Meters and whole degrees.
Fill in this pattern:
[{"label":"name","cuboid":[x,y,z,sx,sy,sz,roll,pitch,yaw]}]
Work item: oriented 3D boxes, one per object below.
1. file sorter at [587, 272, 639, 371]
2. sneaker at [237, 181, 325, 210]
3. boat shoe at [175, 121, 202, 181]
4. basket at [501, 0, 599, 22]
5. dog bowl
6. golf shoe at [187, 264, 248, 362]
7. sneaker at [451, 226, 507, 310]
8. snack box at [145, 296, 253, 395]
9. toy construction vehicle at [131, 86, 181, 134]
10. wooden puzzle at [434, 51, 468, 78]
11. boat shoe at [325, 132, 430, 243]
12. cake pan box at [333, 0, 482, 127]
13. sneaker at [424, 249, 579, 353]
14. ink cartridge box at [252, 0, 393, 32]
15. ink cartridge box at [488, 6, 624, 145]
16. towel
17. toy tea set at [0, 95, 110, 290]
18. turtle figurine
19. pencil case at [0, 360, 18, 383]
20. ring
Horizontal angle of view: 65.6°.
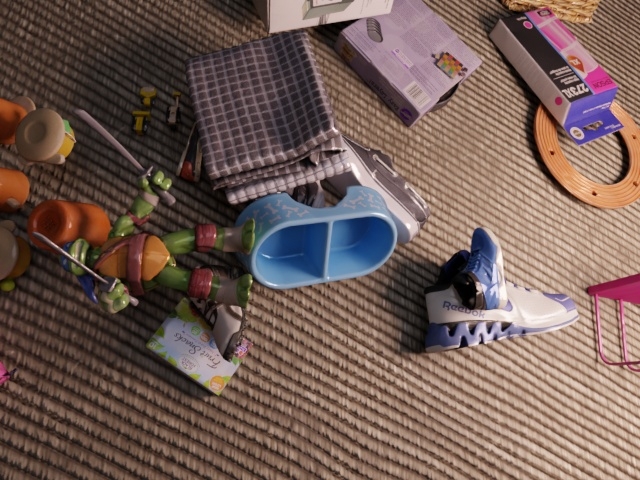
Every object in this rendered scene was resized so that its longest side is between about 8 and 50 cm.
[{"label":"file sorter","cuboid":[0.750,0.183,1.017,0.291,0.202,0.182,11,71,-13]},{"label":"sneaker","cuboid":[-0.092,-0.138,0.924,0.153,0.101,0.268,-10,74,-18]},{"label":"boat shoe","cuboid":[-0.229,-0.173,0.924,0.043,0.049,0.136,18,70,-14]},{"label":"basket","cuboid":[0.614,-0.746,1.349,0.299,0.223,0.213,-1,39,-17]},{"label":"dog bowl","cuboid":[0.000,0.000,0.865,0.298,0.165,0.074,-8,35,-20]},{"label":"golf shoe","cuboid":[-0.169,0.111,0.792,0.094,0.077,0.198,15,28,-22]},{"label":"sneaker","cuboid":[0.273,0.049,0.880,0.085,0.058,0.152,-2,78,-18]},{"label":"snack box","cuboid":[-0.198,0.175,0.820,0.141,0.037,0.100,35,66,-3]},{"label":"toy construction vehicle","cuboid":[-0.305,-0.240,0.935,0.086,0.035,0.098,0,69,-5]},{"label":"wooden puzzle","cuboid":[0.288,-0.389,1.105,0.083,0.006,0.049,38,66,-3]},{"label":"boat shoe","cuboid":[0.097,-0.131,0.977,0.301,0.108,0.102,43,66,-2]},{"label":"cake pan box","cuboid":[0.205,-0.418,1.128,0.267,0.070,0.246,46,68,2]},{"label":"sneaker","cuboid":[0.333,0.102,0.957,0.316,0.127,0.182,-7,76,-17]},{"label":"ink cartridge box","cuboid":[-0.010,-0.573,1.052,0.289,0.121,0.211,-16,63,-15]},{"label":"ink cartridge box","cuboid":[0.590,-0.410,1.219,0.176,0.069,0.370,-22,73,-22]},{"label":"towel","cuboid":[-0.097,-0.221,0.850,0.235,0.121,0.283,-16,64,-3]},{"label":"toy tea set","cuboid":[-0.457,-0.092,0.814,0.200,0.124,0.335,-14,78,10]},{"label":"turtle figurine","cuboid":[-0.223,0.002,0.677,0.267,0.274,0.197,6,31,-14]},{"label":"pencil case","cuboid":[-0.526,0.129,0.704,0.095,0.098,0.209,-33,83,-24]},{"label":"ring","cuboid":[0.666,-0.231,1.225,0.337,0.032,0.336,6,70,-16]}]
